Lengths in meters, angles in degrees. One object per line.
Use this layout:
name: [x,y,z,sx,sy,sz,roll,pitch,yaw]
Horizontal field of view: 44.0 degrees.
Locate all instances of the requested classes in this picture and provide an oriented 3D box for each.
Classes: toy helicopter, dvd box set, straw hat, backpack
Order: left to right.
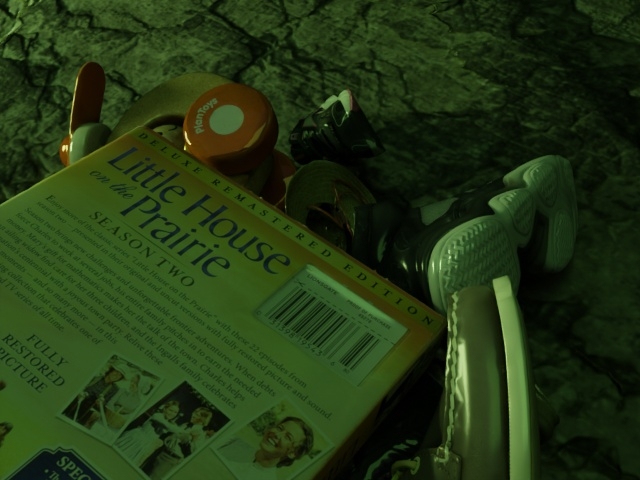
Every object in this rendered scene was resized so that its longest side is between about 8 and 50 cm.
dvd box set: [-0.156,0.102,0.489,0.307,0.062,0.420,32,48,19]
toy helicopter: [-0.201,-0.025,0.756,0.235,0.140,0.355,33,75,23]
straw hat: [0.000,0.000,0.737,0.061,0.144,0.144,-28,39,37]
backpack: [0.048,0.156,0.591,0.114,0.084,0.105,-29,55,-23]

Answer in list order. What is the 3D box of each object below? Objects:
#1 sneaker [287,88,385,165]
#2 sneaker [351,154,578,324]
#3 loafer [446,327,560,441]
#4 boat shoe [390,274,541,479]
sneaker: [0.009,-0.099,0.787,0.077,0.072,0.178,-34,9,-1]
sneaker: [0.118,-0.009,0.682,0.153,0.101,0.268,2,19,37]
loafer: [0.151,0.094,0.643,0.050,0.056,0.148,-28,52,-5]
boat shoe: [0.089,0.184,0.490,0.096,0.116,0.324,-3,80,17]
